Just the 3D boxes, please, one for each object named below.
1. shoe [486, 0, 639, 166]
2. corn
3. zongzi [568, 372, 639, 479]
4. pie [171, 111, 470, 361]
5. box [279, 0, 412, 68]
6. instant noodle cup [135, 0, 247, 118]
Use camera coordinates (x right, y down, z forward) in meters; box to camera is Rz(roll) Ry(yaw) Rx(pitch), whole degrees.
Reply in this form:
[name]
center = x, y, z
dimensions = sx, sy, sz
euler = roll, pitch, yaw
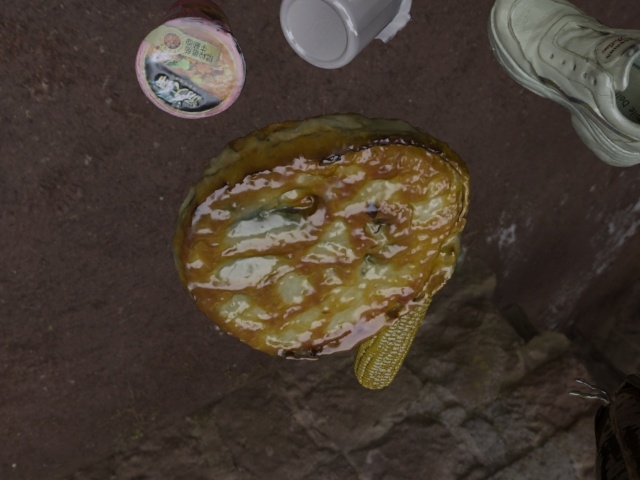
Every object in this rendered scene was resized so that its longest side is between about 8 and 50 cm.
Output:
[shoe]
center = 0.391, -0.255, 0.789
dimensions = 0.132, 0.342, 0.210
euler = -44, 178, 3
[corn]
center = 0.121, 0.145, 0.982
dimensions = 0.106, 0.106, 0.305
euler = -19, 138, -33
[zongzi]
center = 0.249, 0.121, 0.299
dimensions = 0.241, 0.111, 0.247
euler = -56, 176, 36
[pie]
center = 0.000, 0.000, 0.573
dimensions = 0.315, 0.092, 0.315
euler = -9, 134, -9
[box]
center = 0.018, -0.492, 1.148
dimensions = 0.206, 0.291, 0.262
euler = -56, 154, -32
[instant noodle cup]
center = -0.292, -0.445, 1.292
dimensions = 0.244, 0.255, 0.244
euler = -5, 132, -5
